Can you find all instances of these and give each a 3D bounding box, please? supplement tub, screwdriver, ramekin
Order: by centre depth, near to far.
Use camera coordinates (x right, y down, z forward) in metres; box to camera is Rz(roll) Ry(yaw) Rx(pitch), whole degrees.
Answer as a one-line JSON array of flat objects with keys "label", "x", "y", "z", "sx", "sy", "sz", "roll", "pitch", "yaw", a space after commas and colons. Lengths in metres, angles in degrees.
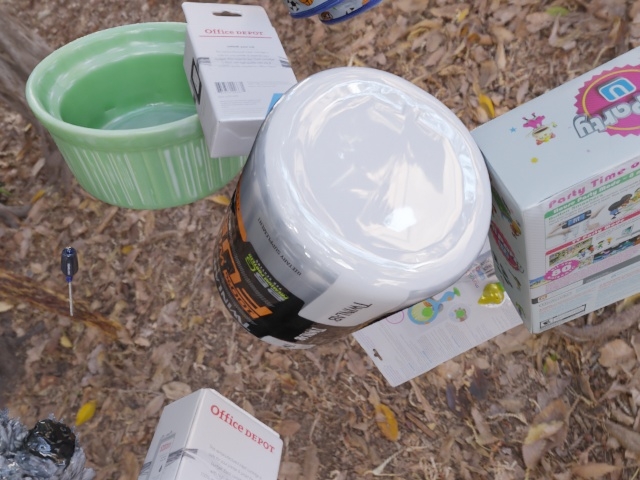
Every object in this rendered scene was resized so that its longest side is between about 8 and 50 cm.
[{"label": "supplement tub", "x": 0.000, "y": 0.000, "z": 0.496, "sx": 0.316, "sy": 0.193, "sz": 0.194, "roll": 132, "pitch": 154, "yaw": -62}, {"label": "ramekin", "x": -0.243, "y": -0.185, "z": 0.738, "sx": 0.303, "sy": 0.148, "sz": 0.303, "roll": 0, "pitch": 47, "yaw": 0}, {"label": "screwdriver", "x": -0.386, "y": 0.070, "z": 0.764, "sx": 0.024, "sy": 0.025, "sz": 0.170, "roll": 47, "pitch": 133, "yaw": 20}]

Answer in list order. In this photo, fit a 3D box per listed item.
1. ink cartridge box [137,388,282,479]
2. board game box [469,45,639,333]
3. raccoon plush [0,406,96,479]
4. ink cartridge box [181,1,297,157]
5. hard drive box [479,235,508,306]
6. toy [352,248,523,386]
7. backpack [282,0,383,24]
[{"label": "ink cartridge box", "x": -0.185, "y": 0.420, "z": 0.803, "sx": 0.117, "sy": 0.207, "sz": 0.283, "roll": -30, "pitch": 30, "yaw": 27}, {"label": "board game box", "x": 0.287, "y": -0.033, "z": 0.494, "sx": 0.224, "sy": 0.303, "sz": 0.097, "roll": -26, "pitch": 55, "yaw": 9}, {"label": "raccoon plush", "x": -0.472, "y": 0.328, "z": 0.622, "sx": 0.299, "sy": 0.446, "sz": 0.216, "roll": 26, "pitch": 35, "yaw": 15}, {"label": "ink cartridge box", "x": -0.091, "y": -0.184, "z": 0.566, "sx": 0.104, "sy": 0.060, "sz": 0.180, "roll": -9, "pitch": 63, "yaw": -24}, {"label": "hard drive box", "x": 0.253, "y": 0.002, "z": 0.862, "sx": 0.181, "sy": 0.232, "sz": 0.089, "roll": -57, "pitch": 25, "yaw": 18}, {"label": "toy", "x": 0.176, "y": 0.113, "z": 0.753, "sx": 0.237, "sy": 0.137, "sz": 0.056, "roll": -30, "pitch": 21, "yaw": 16}, {"label": "backpack", "x": 0.022, "y": -0.514, "z": 0.889, "sx": 0.276, "sy": 0.213, "sz": 0.263, "roll": -11, "pitch": 42, "yaw": 42}]
